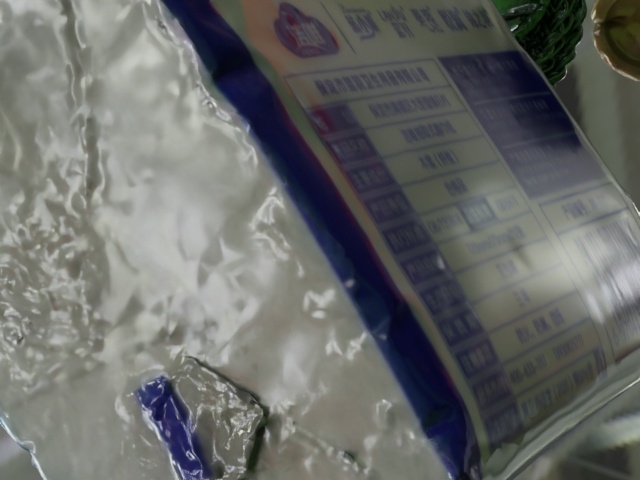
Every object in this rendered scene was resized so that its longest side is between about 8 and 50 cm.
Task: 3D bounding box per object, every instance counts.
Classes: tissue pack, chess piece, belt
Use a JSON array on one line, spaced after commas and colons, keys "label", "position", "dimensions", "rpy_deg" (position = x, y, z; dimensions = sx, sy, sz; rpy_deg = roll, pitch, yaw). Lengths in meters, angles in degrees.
[{"label": "tissue pack", "position": [0.000, 0.000, 0.663], "dimensions": [0.209, 0.137, 0.269], "rpy_deg": [55, -156, 7]}, {"label": "chess piece", "position": [0.154, -0.114, 0.847], "dimensions": [0.122, 0.066, 0.066], "rpy_deg": [-59, -37, -52]}, {"label": "belt", "position": [0.088, -0.132, 1.170], "dimensions": [0.121, 0.079, 0.151], "rpy_deg": [38, -119, -30]}]
